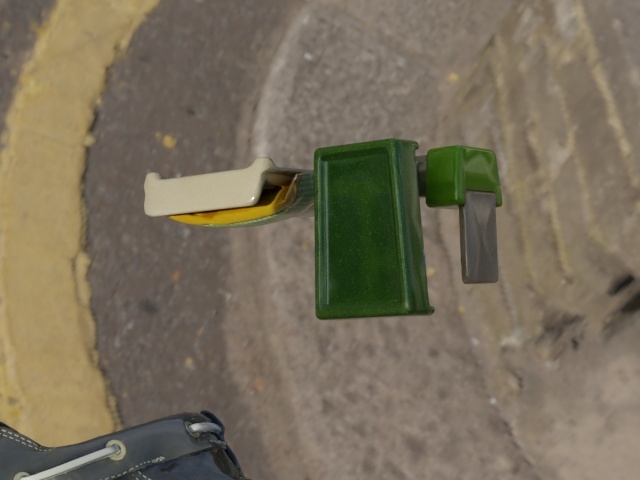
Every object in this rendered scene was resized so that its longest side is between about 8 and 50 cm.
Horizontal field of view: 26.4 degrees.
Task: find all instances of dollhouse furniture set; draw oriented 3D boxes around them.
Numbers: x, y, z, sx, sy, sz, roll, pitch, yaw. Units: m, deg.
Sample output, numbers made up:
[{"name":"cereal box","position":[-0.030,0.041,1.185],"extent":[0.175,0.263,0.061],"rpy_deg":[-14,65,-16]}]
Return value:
[{"name":"dollhouse furniture set","position":[0.000,0.000,1.295],"extent":[0.197,0.301,0.151],"rpy_deg":[0,85,-56]}]

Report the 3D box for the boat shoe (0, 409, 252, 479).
[{"name":"boat shoe","position":[-0.131,0.108,0.499],"extent":[0.233,0.084,0.079],"rpy_deg":[-2,62,-32]}]
